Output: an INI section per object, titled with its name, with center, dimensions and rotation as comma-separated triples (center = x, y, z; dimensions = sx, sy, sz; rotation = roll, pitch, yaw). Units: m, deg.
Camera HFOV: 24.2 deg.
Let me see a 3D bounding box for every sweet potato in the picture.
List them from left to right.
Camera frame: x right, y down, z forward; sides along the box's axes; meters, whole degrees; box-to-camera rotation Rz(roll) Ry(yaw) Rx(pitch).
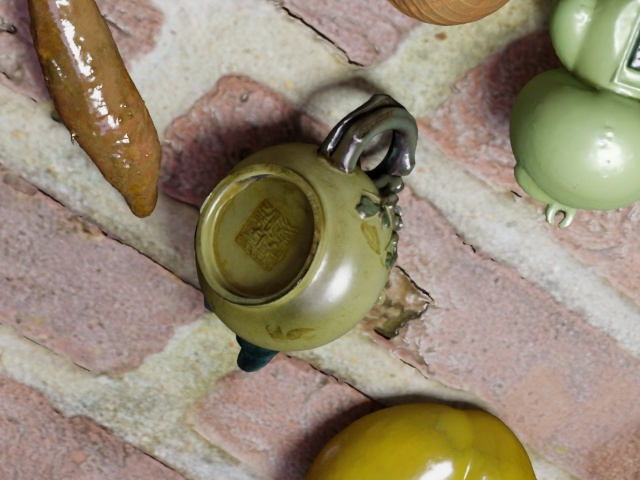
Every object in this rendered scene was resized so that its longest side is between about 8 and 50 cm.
[sweet potato]
center = -0.190, -0.131, 1.188
dimensions = 0.066, 0.072, 0.314
rotation = 12, 139, 38

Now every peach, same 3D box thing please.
[peach]
center = 0.098, 0.270, 1.470
dimensions = 0.251, 0.153, 0.251
rotation = -5, 114, -11

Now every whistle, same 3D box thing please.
[whistle]
center = 0.236, -0.150, 1.189
dimensions = 0.141, 0.141, 0.294
rotation = 17, 93, -16

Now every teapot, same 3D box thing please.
[teapot]
center = 0.000, 0.000, 1.261
dimensions = 0.269, 0.173, 0.182
rotation = -55, 149, 8

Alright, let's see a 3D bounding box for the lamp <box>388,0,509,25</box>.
[lamp]
center = 0.094, -0.226, 1.096
dimensions = 0.136, 0.136, 0.136
rotation = -2, 127, -3
